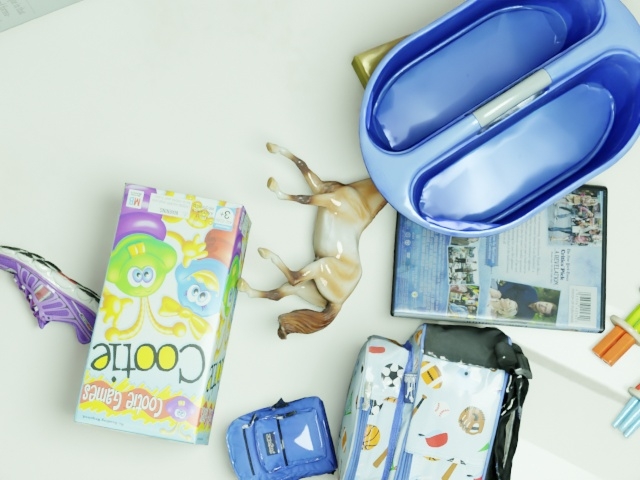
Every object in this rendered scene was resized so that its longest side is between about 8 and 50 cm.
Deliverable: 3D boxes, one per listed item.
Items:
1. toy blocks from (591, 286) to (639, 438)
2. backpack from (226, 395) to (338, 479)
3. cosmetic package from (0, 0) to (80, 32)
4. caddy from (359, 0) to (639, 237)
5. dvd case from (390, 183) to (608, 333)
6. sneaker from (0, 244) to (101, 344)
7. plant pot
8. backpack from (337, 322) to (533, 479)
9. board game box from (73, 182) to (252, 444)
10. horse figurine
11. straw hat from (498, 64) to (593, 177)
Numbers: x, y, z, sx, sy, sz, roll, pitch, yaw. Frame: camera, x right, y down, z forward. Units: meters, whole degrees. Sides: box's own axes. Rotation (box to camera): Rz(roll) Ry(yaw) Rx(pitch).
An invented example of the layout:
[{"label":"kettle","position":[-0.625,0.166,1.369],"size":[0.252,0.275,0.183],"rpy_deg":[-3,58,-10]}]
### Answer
[{"label":"toy blocks","position":[0.374,0.146,1.707],"size":[0.123,0.054,0.148],"rpy_deg":[42,85,6]},{"label":"backpack","position":[-0.050,0.233,1.687],"size":[0.120,0.101,0.098],"rpy_deg":[-13,75,3]},{"label":"cosmetic package","position":[-0.464,-0.428,1.683],"size":[0.393,0.327,0.329],"rpy_deg":[-22,81,-2]},{"label":"caddy","position":[0.205,-0.149,1.628],"size":[0.341,0.179,0.241],"rpy_deg":[-33,87,-1]},{"label":"dvd case","position":[0.213,0.012,1.718],"size":[0.253,0.022,0.180],"rpy_deg":[5,74,-1]},{"label":"sneaker","position":[-0.333,0.064,1.738],"size":[0.170,0.068,0.071],"rpy_deg":[34,90,6]},{"label":"plant pot","position":[0.091,-0.195,1.757],"size":[0.081,0.081,0.083],"rpy_deg":[-21,90,-1]},{"label":"backpack","position":[0.123,0.223,1.610],"size":[0.213,0.276,0.263],"rpy_deg":[3,88,7]},{"label":"board game box","position":[-0.177,0.090,1.689],"size":[0.142,0.144,0.275],"rpy_deg":[11,83,3]},{"label":"horse figurine","position":[0.000,0.000,1.718],"size":[0.174,0.066,0.263],"rpy_deg":[18,75,-29]},{"label":"straw hat","position":[0.251,-0.139,1.748],"size":[0.144,0.061,0.144],"rpy_deg":[0,87,-1]}]
